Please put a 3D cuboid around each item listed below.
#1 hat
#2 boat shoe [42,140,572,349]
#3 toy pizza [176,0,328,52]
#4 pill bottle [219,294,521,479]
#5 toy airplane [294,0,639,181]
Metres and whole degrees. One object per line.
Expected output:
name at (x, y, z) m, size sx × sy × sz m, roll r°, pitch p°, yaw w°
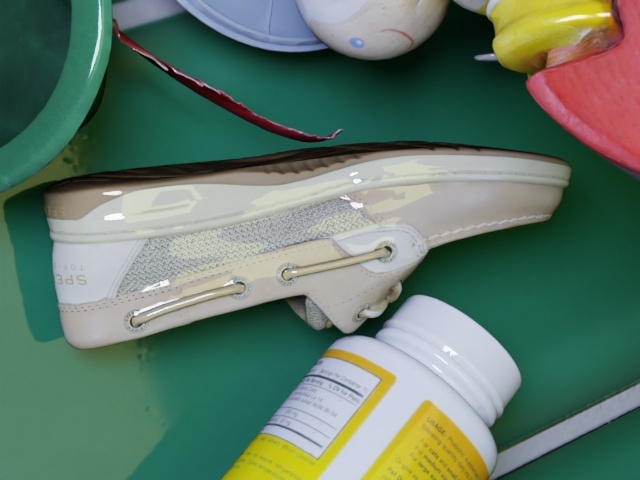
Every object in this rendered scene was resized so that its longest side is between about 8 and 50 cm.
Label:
hat at (-0.141, -0.096, 0.803) m, size 0.173 × 0.183 × 0.208 m, roll -38°, pitch 76°, yaw 17°
boat shoe at (0.000, 0.000, 0.835) m, size 0.302 × 0.109 × 0.098 m, roll -8°, pitch 98°, yaw -21°
toy pizza at (-0.026, -0.204, 0.834) m, size 0.201 × 0.032 × 0.201 m, roll 2°, pitch 86°, yaw -29°
pill bottle at (0.017, 0.136, 0.830) m, size 0.117 × 0.117 × 0.215 m, roll 47°, pitch 71°, yaw -18°
toy airplane at (0.086, -0.208, 0.750) m, size 0.272 × 0.384 × 0.386 m, roll -35°, pitch 109°, yaw 22°
